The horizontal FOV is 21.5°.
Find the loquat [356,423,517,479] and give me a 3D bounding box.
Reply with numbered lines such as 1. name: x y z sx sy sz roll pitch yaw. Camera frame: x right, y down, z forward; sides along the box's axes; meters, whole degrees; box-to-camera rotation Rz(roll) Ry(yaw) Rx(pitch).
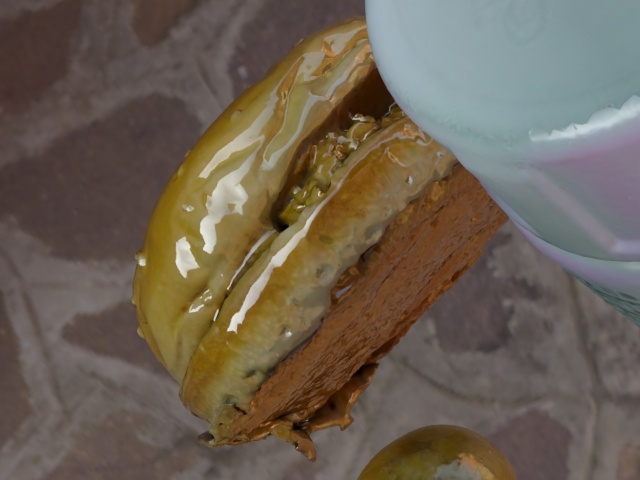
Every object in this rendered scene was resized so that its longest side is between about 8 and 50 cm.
1. loquat: 0.114 0.262 1.693 0.172 0.204 0.149 -36 99 7

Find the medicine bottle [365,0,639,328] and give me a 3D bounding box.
1. medicine bottle: 0.105 -0.043 0.440 0.135 0.168 0.135 -20 55 31

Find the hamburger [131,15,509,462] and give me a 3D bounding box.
1. hamburger: 0.000 0.000 1.071 0.158 0.318 0.318 37 79 16
